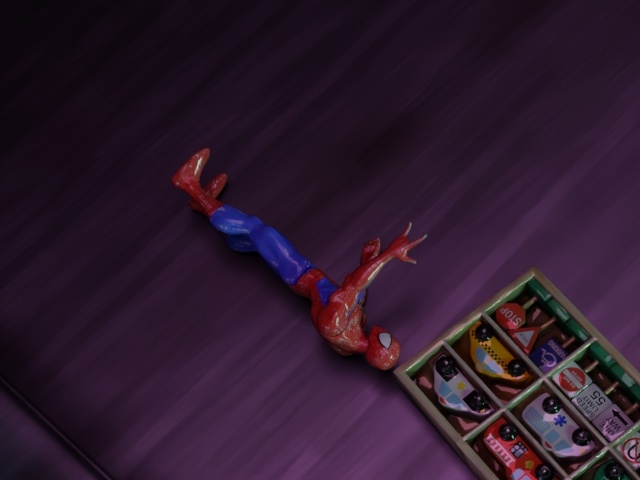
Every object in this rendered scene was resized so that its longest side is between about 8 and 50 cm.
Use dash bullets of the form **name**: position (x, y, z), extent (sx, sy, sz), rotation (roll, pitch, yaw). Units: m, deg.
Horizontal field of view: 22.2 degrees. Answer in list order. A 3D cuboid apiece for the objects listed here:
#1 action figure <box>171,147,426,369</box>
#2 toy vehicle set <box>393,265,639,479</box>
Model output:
- **action figure**: position (0.000, 0.000, 1.517), extent (0.139, 0.091, 0.280), rotation (-42, 64, -3)
- **toy vehicle set**: position (0.212, 0.165, 1.431), extent (0.166, 0.035, 0.267), rotation (-37, 63, -11)
